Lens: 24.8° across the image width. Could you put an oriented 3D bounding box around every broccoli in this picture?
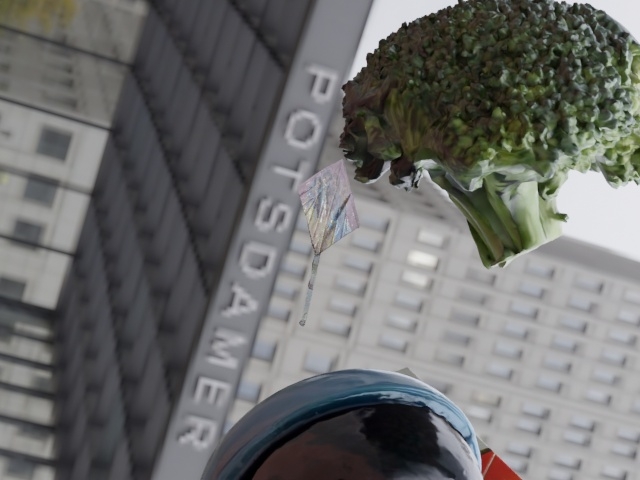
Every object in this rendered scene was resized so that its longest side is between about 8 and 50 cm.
[{"bbox_3d":[0.111,-0.074,0.948,0.226,0.198,0.176,-51,-126,46],"label":"broccoli"}]

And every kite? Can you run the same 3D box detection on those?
[{"bbox_3d":[0.004,0.000,0.688,0.002,0.044,0.078,2,-86,42],"label":"kite"}]

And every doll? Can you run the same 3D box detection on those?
[{"bbox_3d":[0.023,0.169,0.811,0.141,0.177,0.314,66,-4,-24],"label":"doll"}]

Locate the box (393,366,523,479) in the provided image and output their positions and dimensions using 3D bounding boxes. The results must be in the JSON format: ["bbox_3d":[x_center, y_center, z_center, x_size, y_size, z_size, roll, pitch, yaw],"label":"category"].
[{"bbox_3d":[0.090,0.184,1.127,0.152,0.048,0.100,42,-42,35],"label":"box"}]
